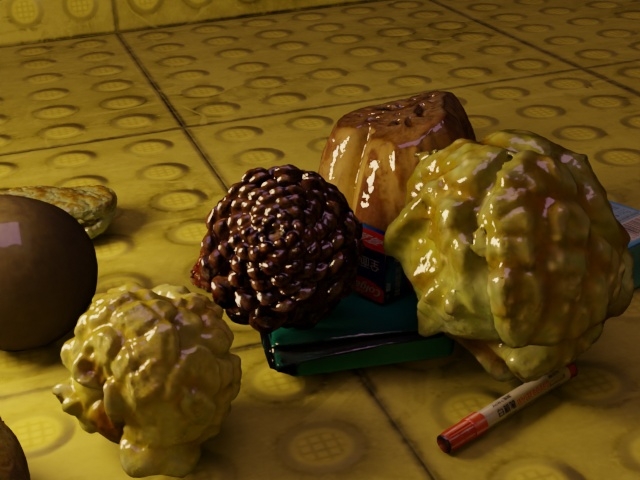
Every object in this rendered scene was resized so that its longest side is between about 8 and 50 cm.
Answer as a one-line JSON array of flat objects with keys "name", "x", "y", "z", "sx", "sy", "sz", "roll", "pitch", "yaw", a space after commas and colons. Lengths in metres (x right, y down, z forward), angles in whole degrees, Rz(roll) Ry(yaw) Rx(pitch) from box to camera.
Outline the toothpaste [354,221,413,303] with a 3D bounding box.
[{"name": "toothpaste", "x": 0.000, "y": -0.001, "z": 1.553, "sx": 0.066, "sy": 0.076, "sz": 0.320, "roll": -19, "pitch": 31, "yaw": -40}]

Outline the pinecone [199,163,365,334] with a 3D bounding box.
[{"name": "pinecone", "x": -0.044, "y": 0.014, "z": 1.392, "sx": 0.222, "sy": 0.221, "sz": 0.221, "roll": -3, "pitch": 24, "yaw": 1}]

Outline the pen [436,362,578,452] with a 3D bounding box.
[{"name": "pen", "x": 0.229, "y": 0.197, "z": 1.294, "sx": 0.239, "sy": 0.028, "sz": 0.028, "roll": -22, "pitch": 30, "yaw": -36}]

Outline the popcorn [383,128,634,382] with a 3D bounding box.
[{"name": "popcorn", "x": 0.227, "y": 0.004, "z": 1.325, "sx": 0.274, "sy": 0.335, "sz": 0.279, "roll": -23, "pitch": -9, "yaw": -4}]

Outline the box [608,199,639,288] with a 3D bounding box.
[{"name": "box", "x": 0.406, "y": 0.020, "z": 1.598, "sx": 0.232, "sy": 0.083, "sz": 0.143, "roll": -22, "pitch": 31, "yaw": -33}]

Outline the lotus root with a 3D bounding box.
[{"name": "lotus root", "x": 0.114, "y": -0.091, "z": 1.647, "sx": 0.316, "sy": 0.249, "sz": 0.316, "roll": -5, "pitch": 16, "yaw": 2}]

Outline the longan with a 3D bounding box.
[{"name": "longan", "x": -0.427, "y": 0.038, "z": 1.495, "sx": 0.248, "sy": 0.248, "sz": 0.248, "roll": -3, "pitch": 24, "yaw": 1}]

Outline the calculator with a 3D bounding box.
[{"name": "calculator", "x": 0.037, "y": 0.100, "z": 1.496, "sx": 0.249, "sy": 0.058, "sz": 0.274, "roll": -6, "pitch": 25, "yaw": -9}]

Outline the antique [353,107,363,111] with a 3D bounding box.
[{"name": "antique", "x": 0.179, "y": -0.200, "z": 2.075, "sx": 0.143, "sy": 0.121, "sz": 0.257, "roll": -10, "pitch": 17, "yaw": -36}]

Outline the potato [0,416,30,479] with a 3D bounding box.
[{"name": "potato", "x": -0.413, "y": 0.233, "z": 1.149, "sx": 0.176, "sy": 0.141, "sz": 0.298, "roll": -7, "pitch": 19, "yaw": -43}]

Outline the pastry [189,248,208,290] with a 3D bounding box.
[{"name": "pastry", "x": -0.123, "y": 0.027, "z": 1.669, "sx": 0.170, "sy": 0.063, "sz": 0.087, "roll": -11, "pitch": 28, "yaw": -19}]

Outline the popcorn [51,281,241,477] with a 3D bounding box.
[{"name": "popcorn", "x": -0.205, "y": 0.158, "z": 1.253, "sx": 0.235, "sy": 0.216, "sz": 0.181, "roll": 4, "pitch": -2, "yaw": 30}]

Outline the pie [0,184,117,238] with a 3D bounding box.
[{"name": "pie", "x": -0.477, "y": -0.042, "z": 1.823, "sx": 0.248, "sy": 0.089, "sz": 0.201, "roll": 0, "pitch": 18, "yaw": 6}]
